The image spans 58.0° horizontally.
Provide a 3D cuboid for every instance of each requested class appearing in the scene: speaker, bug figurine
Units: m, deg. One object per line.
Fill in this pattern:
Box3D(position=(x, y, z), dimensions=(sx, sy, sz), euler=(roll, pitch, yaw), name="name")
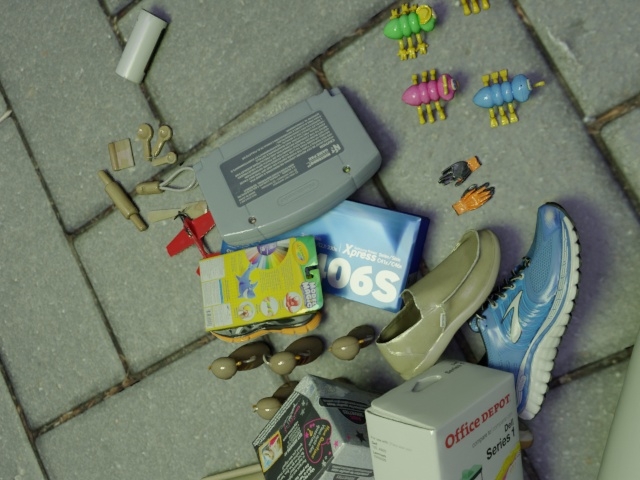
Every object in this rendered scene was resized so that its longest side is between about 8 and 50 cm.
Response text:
Box3D(position=(-0.356, -0.383, 1.142), dimensions=(0.055, 0.055, 0.136), euler=(33, 103, 17), name="speaker")
Box3D(position=(0.218, -0.309, 0.915), dimensions=(0.216, 0.072, 0.279), euler=(-15, 87, 21), name="bug figurine")

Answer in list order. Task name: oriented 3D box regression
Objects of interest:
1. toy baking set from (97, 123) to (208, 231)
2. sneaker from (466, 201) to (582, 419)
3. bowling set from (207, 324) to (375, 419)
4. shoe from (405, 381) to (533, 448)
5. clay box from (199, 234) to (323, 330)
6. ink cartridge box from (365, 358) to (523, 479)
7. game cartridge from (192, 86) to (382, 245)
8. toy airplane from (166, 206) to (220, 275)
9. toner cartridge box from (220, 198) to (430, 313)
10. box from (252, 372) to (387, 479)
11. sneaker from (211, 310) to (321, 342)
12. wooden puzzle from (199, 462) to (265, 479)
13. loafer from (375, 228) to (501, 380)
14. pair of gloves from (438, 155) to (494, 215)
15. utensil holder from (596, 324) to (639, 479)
Box3D(position=(-0.343, -0.119, 1.163), dimensions=(0.197, 0.030, 0.256), euler=(-39, 79, 18), name="toy baking set")
Box3D(position=(0.297, 0.100, 0.874), dimensions=(0.147, 0.130, 0.330), euler=(16, 98, 17), name="sneaker")
Box3D(position=(-0.028, 0.262, 0.992), dimensions=(0.287, 0.154, 0.200), euler=(-16, 86, 22), name="bowling set")
Box3D(position=(0.238, 0.267, 0.931), dimensions=(0.219, 0.076, 0.058), euler=(21, 105, 21), name="shoe")
Box3D(position=(-0.095, 0.074, 0.974), dimensions=(0.222, 0.053, 0.127), euler=(-12, 77, 21), name="clay box")
Box3D(position=(0.184, 0.334, 0.803), dimensions=(0.117, 0.201, 0.278), euler=(1, 102, 47), name="ink cartridge box")
Box3D(position=(-0.056, -0.119, 0.974), dimensions=(0.294, 0.060, 0.196), euler=(-28, 60, 2), name="game cartridge")
Box3D(position=(-0.240, 0.005, 1.125), dimensions=(0.151, 0.028, 0.151), euler=(1, 95, 18), name="toy airplane")
Box3D(position=(0.000, 0.000, 1.012), dimensions=(0.348, 0.075, 0.165), euler=(14, 96, 20), name="toner cartridge box")
Box3D(position=(0.052, 0.330, 0.899), dimensions=(0.163, 0.247, 0.142), euler=(-54, 40, 15), name="box")
Box3D(position=(-0.108, 0.126, 1.045), dimensions=(0.215, 0.084, 0.083), euler=(-10, 121, 12), name="sneaker")
Box3D(position=(-0.057, 0.581, 1.059), dimensions=(0.322, 0.080, 0.348), euler=(-22, 85, 20), name="wooden puzzle")
Box3D(position=(0.179, 0.090, 0.886), dimensions=(0.092, 0.102, 0.268), euler=(31, 91, -15), name="loafer")
Box3D(position=(0.239, -0.090, 0.949), dimensions=(0.074, 0.010, 0.083), euler=(-30, 81, 20), name="pair of gloves")
Box3D(position=(0.510, 0.237, 0.664), dimensions=(0.327, 0.327, 0.385), euler=(14, 110, 20), name="utensil holder")
